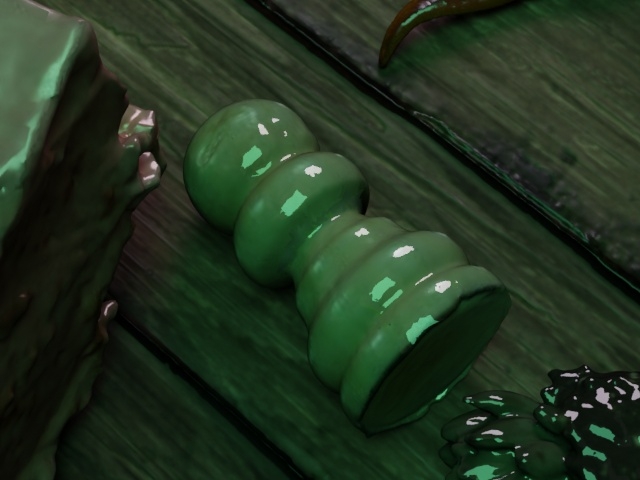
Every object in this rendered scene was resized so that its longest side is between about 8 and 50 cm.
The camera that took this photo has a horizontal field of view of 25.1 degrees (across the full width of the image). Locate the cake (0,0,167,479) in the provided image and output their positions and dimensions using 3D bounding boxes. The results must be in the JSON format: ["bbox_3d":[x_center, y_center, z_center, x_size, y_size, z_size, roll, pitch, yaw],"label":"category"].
[{"bbox_3d":[-0.271,-0.010,0.896,0.293,0.307,0.314,20,73,11],"label":"cake"}]

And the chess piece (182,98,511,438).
[{"bbox_3d":[0.000,0.000,0.967,0.133,0.133,0.243,-40,66,-9],"label":"chess piece"}]

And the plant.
[{"bbox_3d":[0.171,0.148,0.887,0.194,0.132,0.129,-8,65,-3],"label":"plant"}]

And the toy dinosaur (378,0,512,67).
[{"bbox_3d":[0.241,-0.265,1.055,0.208,0.097,0.432,30,71,30],"label":"toy dinosaur"}]
